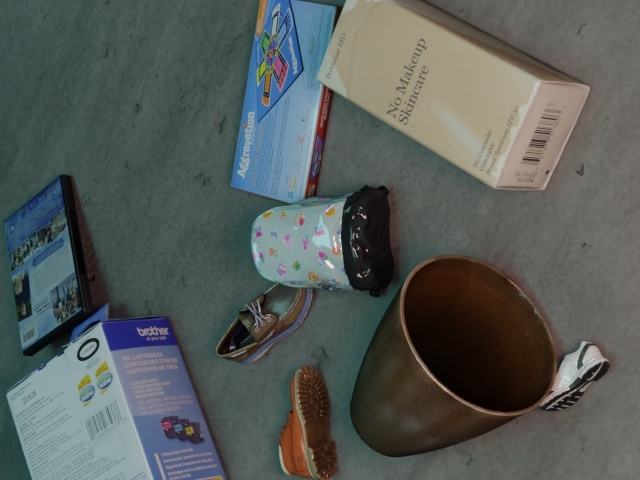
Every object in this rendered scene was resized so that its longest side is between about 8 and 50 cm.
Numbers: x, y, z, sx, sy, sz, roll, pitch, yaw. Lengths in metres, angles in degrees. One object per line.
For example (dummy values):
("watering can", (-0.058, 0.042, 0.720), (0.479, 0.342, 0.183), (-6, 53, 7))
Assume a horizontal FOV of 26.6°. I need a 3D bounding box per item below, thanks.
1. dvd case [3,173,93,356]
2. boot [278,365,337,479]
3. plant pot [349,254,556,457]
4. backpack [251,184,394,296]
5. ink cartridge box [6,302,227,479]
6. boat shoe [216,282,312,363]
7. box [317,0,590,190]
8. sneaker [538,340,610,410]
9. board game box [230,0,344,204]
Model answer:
("dvd case", (-0.450, 0.041, 2.224), (0.180, 0.022, 0.253), (-33, 60, 36))
("boot", (-0.031, 0.254, 1.879), (0.084, 0.059, 0.158), (-9, 86, 45))
("plant pot", (0.136, 0.168, 1.661), (0.230, 0.215, 0.215), (-50, 60, 46))
("backpack", (0.000, 0.000, 1.806), (0.182, 0.115, 0.152), (-2, 86, 34))
("ink cartridge box", (-0.317, 0.293, 2.058), (0.270, 0.151, 0.395), (-35, 70, 34))
("boat shoe", (-0.081, 0.114, 1.911), (0.183, 0.066, 0.066), (-52, 60, 28))
("box", (0.158, -0.193, 1.671), (0.311, 0.121, 0.148), (34, 112, 35))
("sneaker", (0.299, 0.163, 1.616), (0.109, 0.040, 0.044), (-46, 46, 27))
("board game box", (-0.047, -0.197, 1.905), (0.145, 0.027, 0.281), (17, 101, 37))
